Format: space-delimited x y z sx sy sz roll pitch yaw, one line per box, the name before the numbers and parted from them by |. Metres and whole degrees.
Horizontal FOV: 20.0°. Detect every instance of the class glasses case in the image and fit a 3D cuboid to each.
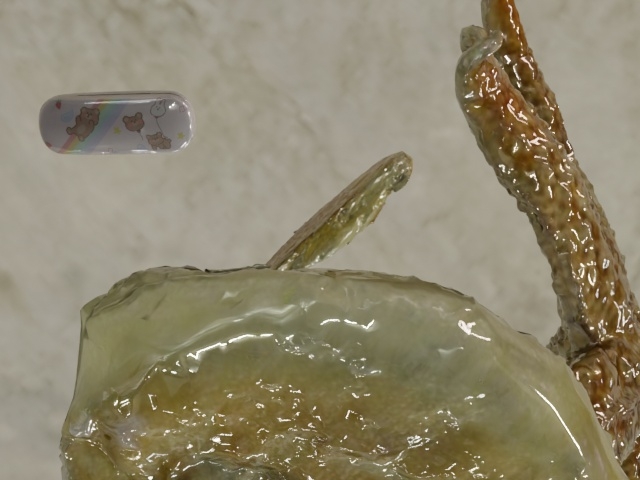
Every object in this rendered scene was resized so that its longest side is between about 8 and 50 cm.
glasses case | -0.107 -0.062 0.952 0.083 0.021 0.032 0 109 10

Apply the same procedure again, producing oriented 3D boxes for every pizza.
pizza | 0.000 0.000 1.599 0.181 0.034 0.262 -37 -175 44

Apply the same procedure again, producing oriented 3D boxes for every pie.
pie | 0.009 0.093 0.550 0.185 0.052 0.218 5 126 4

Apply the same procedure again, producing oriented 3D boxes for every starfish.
starfish | 0.107 0.059 0.848 0.094 0.375 0.327 -6 163 5
